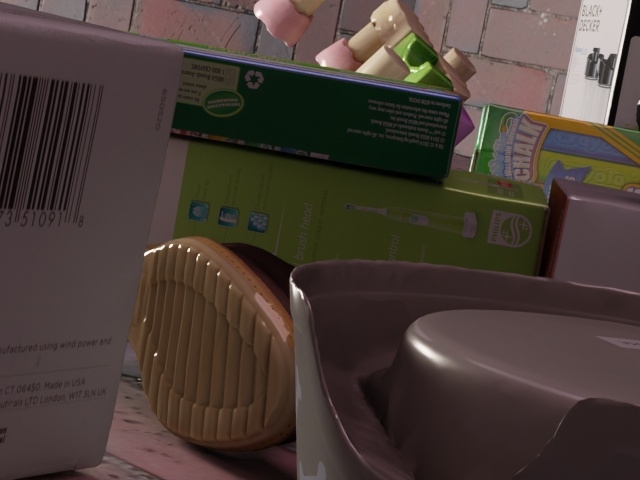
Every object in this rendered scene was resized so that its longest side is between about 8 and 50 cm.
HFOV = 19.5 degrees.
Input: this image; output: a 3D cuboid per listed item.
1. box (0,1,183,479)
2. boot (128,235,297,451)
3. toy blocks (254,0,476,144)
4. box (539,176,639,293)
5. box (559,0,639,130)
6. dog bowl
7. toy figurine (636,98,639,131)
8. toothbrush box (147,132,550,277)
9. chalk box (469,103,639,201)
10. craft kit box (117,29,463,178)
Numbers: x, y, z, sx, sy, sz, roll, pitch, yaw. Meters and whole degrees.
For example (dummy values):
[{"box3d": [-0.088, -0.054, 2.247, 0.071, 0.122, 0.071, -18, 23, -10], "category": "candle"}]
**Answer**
[{"box3d": [-0.162, -0.005, 0.699, 0.119, 0.182, 0.181, 16, 8, 29], "category": "box"}, {"box3d": [0.005, 0.049, 0.925, 0.206, 0.090, 0.248, 9, 7, -28], "category": "boot"}, {"box3d": [0.045, -0.114, 2.134, 0.309, 0.260, 0.289, 35, 21, -36], "category": "toy blocks"}, {"box3d": [0.180, 0.036, 1.165, 0.091, 0.130, 0.170, 12, 6, 3], "category": "box"}, {"box3d": [0.290, -0.094, 1.813, 0.087, 0.290, 0.169, 10, 7, -9], "category": "box"}, {"box3d": [0.149, 0.092, 0.723, 0.348, 0.102, 0.349, 11, 6, -1], "category": "dog bowl"}, {"box3d": [0.320, -0.070, 1.122, 0.209, 0.213, 0.148, 49, -8, -31], "category": "toy figurine"}, {"box3d": [0.000, 0.000, 1.224, 0.283, 0.122, 0.206, 12, 6, 3], "category": "toothbrush box"}, {"box3d": [0.185, -0.030, 1.628, 0.213, 0.132, 0.132, 10, -16, 6], "category": "chalk box"}, {"box3d": [-0.036, -0.094, 1.220, 0.249, 0.061, 0.246, 10, 9, 2], "category": "craft kit box"}]
